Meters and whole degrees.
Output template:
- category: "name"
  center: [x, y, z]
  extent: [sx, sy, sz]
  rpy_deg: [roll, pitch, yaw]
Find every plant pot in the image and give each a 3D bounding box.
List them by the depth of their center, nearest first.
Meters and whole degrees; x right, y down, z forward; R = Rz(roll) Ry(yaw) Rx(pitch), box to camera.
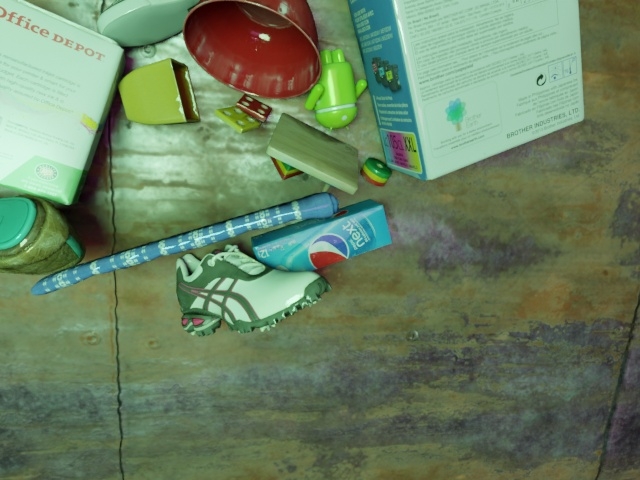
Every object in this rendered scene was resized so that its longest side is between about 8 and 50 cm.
- category: "plant pot"
  center: [-0.225, -0.197, 0.601]
  extent: [0.083, 0.081, 0.081]
  rpy_deg: [-10, 105, 2]

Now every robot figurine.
- category: "robot figurine"
  center: [0.019, -0.220, 0.646]
  extent: [0.101, 0.067, 0.115]
  rpy_deg: [-22, 109, -38]

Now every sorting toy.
- category: "sorting toy"
  center: [-0.022, -0.121, 0.637]
  extent: [0.274, 0.132, 0.046]
  rpy_deg: [24, 124, -13]

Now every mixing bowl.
- category: "mixing bowl"
  center: [-0.078, -0.281, 0.575]
  extent: [0.181, 0.181, 0.098]
  rpy_deg: [16, 74, -14]

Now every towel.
- category: "towel"
  center: [-0.144, -0.001, 0.571]
  extent: [0.336, 0.243, 0.040]
  rpy_deg: [-17, 96, -2]

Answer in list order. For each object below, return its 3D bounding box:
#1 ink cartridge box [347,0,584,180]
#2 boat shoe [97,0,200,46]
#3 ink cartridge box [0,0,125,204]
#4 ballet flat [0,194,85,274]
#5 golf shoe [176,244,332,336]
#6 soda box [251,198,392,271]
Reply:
- category: "ink cartridge box"
  center: [0.188, -0.318, 0.587]
  extent: [0.270, 0.151, 0.395]
  rpy_deg: [-22, 114, -11]
- category: "boat shoe"
  center: [-0.196, -0.330, 0.575]
  extent: [0.219, 0.078, 0.070]
  rpy_deg: [-32, 89, -13]
- category: "ink cartridge box"
  center: [-0.357, -0.169, 0.547]
  extent: [0.154, 0.093, 0.212]
  rpy_deg: [18, 90, -23]
- category: "ballet flat"
  center: [-0.453, -0.005, 0.566]
  extent: [0.342, 0.124, 0.116]
  rpy_deg: [2, 64, 15]
- category: "golf shoe"
  center: [-0.114, 0.064, 0.614]
  extent: [0.273, 0.105, 0.120]
  rpy_deg: [-13, 98, 33]
- category: "soda box"
  center: [0.000, 0.000, 0.695]
  extent: [0.210, 0.071, 0.067]
  rpy_deg: [-19, 106, -6]
